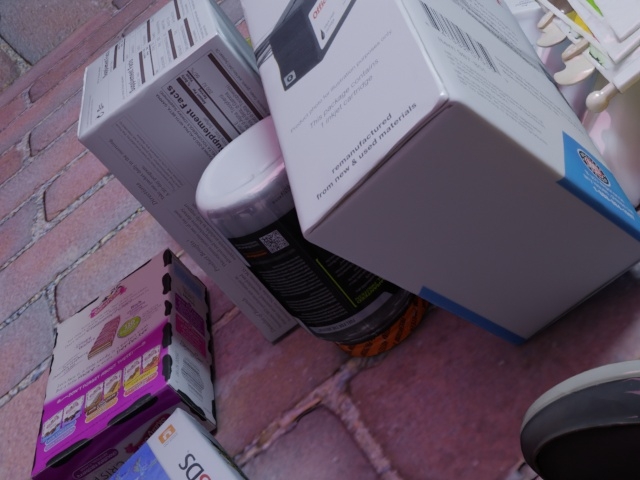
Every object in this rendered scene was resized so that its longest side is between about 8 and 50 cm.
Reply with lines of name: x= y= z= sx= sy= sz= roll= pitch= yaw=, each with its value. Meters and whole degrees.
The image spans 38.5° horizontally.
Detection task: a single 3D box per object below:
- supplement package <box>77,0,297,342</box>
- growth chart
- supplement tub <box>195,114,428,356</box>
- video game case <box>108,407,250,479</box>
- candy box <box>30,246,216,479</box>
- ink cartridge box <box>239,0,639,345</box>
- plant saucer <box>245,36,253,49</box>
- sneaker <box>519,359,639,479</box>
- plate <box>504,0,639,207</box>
supplement package: x=-0.082 y=-0.077 z=0.857 sx=0.145 sy=0.262 sz=0.204 roll=-35 pitch=29 yaw=7
growth chart: x=0.234 y=-0.216 z=0.706 sx=0.172 sy=0.021 sz=0.237 roll=-36 pitch=41 yaw=29
supplement tub: x=0.000 y=0.000 z=0.729 sx=0.117 sy=0.190 sz=0.117 roll=-29 pitch=30 yaw=18
video game case: x=-0.140 y=0.276 z=0.643 sx=0.269 sy=0.061 sz=0.244 roll=-46 pitch=28 yaw=-10
candy box: x=-0.187 y=0.128 z=0.892 sx=0.159 sy=0.071 sz=0.233 roll=-34 pitch=30 yaw=11
ink cartridge box: x=0.075 y=-0.106 z=0.666 sx=0.129 sy=0.223 sz=0.307 roll=-43 pitch=41 yaw=26
plant saucer: x=-0.099 y=-0.174 z=1.060 sx=0.241 sy=0.037 sz=0.241 roll=-29 pitch=31 yaw=19
sneaker: x=0.191 y=0.125 z=0.443 sx=0.222 sy=0.083 sz=0.118 roll=-13 pitch=39 yaw=38
plate: x=0.176 y=-0.159 z=0.802 sx=0.277 sy=0.045 sz=0.277 roll=3 pitch=70 yaw=52
